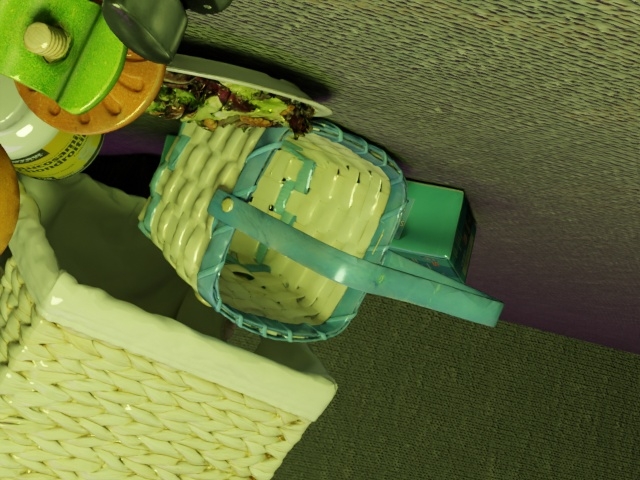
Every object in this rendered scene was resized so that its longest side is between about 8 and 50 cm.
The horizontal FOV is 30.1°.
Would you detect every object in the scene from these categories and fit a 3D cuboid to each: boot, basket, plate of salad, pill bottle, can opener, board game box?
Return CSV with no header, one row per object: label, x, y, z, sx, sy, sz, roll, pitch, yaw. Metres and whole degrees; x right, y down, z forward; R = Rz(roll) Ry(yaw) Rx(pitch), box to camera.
boot,-0.204,-0.024,1.704,0.260,0.131,0.348,16,173,-32
basket,-0.222,0.118,1.192,0.331,0.266,0.328,24,-165,-35
plate of salad,-0.090,-0.109,0.918,0.200,0.048,0.200,11,180,0
basket,0.000,0.000,1.083,0.289,0.201,0.255,21,180,41
pill bottle,-0.260,-0.115,1.040,0.103,0.103,0.184,12,175,7
can opener,-0.080,-0.148,0.534,0.059,0.073,0.186,-1,159,9
board game box,0.005,-0.032,1.393,0.336,0.079,0.254,12,174,12

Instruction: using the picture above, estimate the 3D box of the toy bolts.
toy bolts,-0.231,-0.099,0.761,0.228,0.218,0.158,31,-175,7
